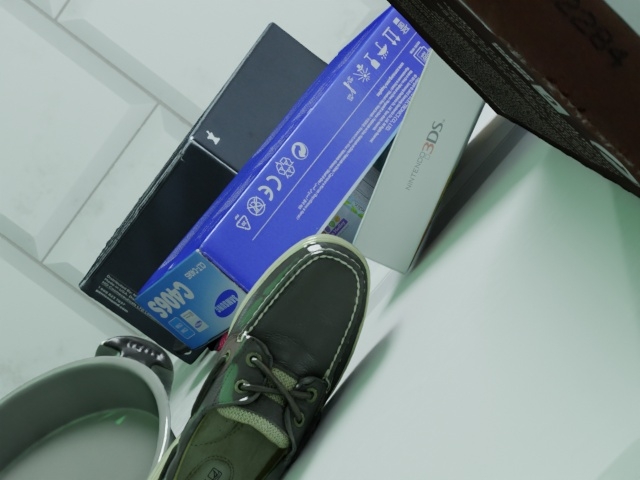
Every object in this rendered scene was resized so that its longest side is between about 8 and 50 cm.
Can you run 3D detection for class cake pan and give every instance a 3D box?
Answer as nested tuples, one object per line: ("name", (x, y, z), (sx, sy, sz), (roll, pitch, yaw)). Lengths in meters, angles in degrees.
("cake pan", (-0.231, 0.222, 1.141), (0.293, 0.054, 0.293), (-25, 34, 18))

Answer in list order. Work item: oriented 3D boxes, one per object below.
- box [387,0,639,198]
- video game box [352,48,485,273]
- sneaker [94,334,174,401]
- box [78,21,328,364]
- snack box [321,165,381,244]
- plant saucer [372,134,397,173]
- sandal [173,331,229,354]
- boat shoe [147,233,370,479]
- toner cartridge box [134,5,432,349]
("box", (0.129, -0.147, 0.604), (0.191, 0.143, 0.381), (-46, 7, 6))
("video game box", (0.093, -0.108, 0.933), (0.187, 0.048, 0.205), (-57, -9, -54))
("sneaker", (-0.234, 0.258, 1.317), (0.330, 0.122, 0.146), (-59, -9, -35))
("box", (-0.108, -0.057, 1.715), (0.294, 0.182, 0.296), (-49, 9, 39))
("snack box", (0.000, 0.000, 1.280), (0.141, 0.037, 0.100), (-48, 7, 28))
("plant saucer", (0.078, -0.099, 1.336), (0.119, 0.021, 0.119), (-52, 6, 8))
("sandal", (-0.102, 0.094, 1.548), (0.179, 0.040, 0.067), (-27, 28, 42))
("boat shoe", (-0.036, 0.102, 0.840), (0.223, 0.080, 0.073), (-57, 11, 6))
("toner cartridge box", (-0.013, -0.067, 1.246), (0.348, 0.075, 0.165), (-53, 9, -29))
